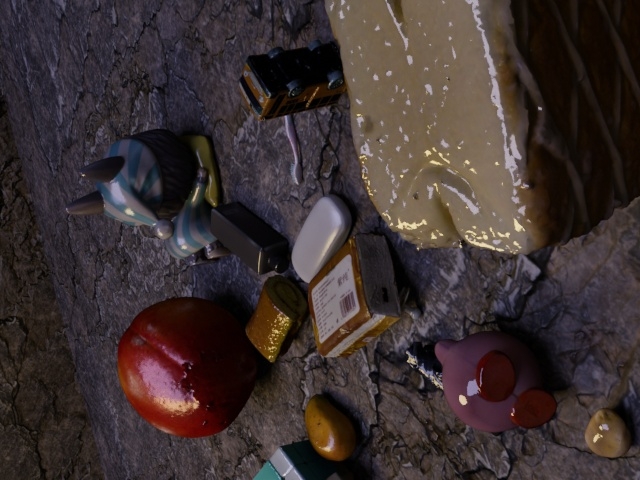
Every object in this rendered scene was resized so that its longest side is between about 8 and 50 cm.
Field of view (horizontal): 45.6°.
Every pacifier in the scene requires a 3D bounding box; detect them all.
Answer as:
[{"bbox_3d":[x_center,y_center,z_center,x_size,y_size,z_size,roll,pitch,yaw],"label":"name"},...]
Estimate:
[{"bbox_3d":[0.164,0.129,1.466,0.064,0.068,0.083,28,127,0],"label":"pacifier"}]

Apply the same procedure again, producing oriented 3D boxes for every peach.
[{"bbox_3d":[-0.334,0.316,1.924,0.370,0.370,0.369,25,124,44],"label":"peach"}]

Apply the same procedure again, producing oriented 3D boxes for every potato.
[{"bbox_3d":[0.441,0.295,1.170,0.068,0.062,0.083,2,140,24],"label":"potato"}]

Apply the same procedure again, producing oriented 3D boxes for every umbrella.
[{"bbox_3d":[0.253,0.266,1.397,0.224,0.080,0.071,42,100,28],"label":"umbrella"}]

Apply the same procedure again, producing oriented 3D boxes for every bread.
[{"bbox_3d":[0.238,-0.199,0.958,0.279,0.371,0.389,1,109,47],"label":"bread"},{"bbox_3d":[-0.100,0.181,1.769,0.132,0.103,0.172,48,136,27],"label":"bread"}]

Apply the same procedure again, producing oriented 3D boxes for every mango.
[{"bbox_3d":[0.016,0.433,1.743,0.165,0.089,0.115,34,115,44],"label":"mango"}]

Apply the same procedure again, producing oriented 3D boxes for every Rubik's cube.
[{"bbox_3d":[-0.033,0.590,1.742,0.213,0.265,0.224,47,113,29],"label":"Rubik's cube"}]

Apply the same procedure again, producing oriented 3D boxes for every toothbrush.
[{"bbox_3d":[-0.065,-0.249,1.606,0.027,0.021,0.269,9,111,44],"label":"toothbrush"}]

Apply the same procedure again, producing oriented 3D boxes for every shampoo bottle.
[{"bbox_3d":[-0.162,0.000,1.789,0.246,0.080,0.079,37,133,37],"label":"shampoo bottle"}]

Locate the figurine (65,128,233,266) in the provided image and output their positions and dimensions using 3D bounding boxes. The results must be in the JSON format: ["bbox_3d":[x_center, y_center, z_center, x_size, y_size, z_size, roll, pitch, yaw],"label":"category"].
[{"bbox_3d":[-0.446,-0.081,1.870,0.266,0.378,0.361,-22,86,53],"label":"figurine"}]

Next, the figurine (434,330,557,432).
[{"bbox_3d":[0.282,0.232,1.263,0.173,0.173,0.173,25,124,44],"label":"figurine"}]

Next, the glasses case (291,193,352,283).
[{"bbox_3d":[0.000,0.000,1.600,0.092,0.059,0.233,50,138,23],"label":"glasses case"}]

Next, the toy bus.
[{"bbox_3d":[-0.051,-0.296,1.419,0.098,0.201,0.114,59,144,15],"label":"toy bus"}]

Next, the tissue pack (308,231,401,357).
[{"bbox_3d":[0.059,0.112,1.509,0.226,0.092,0.183,129,141,-52],"label":"tissue pack"}]
